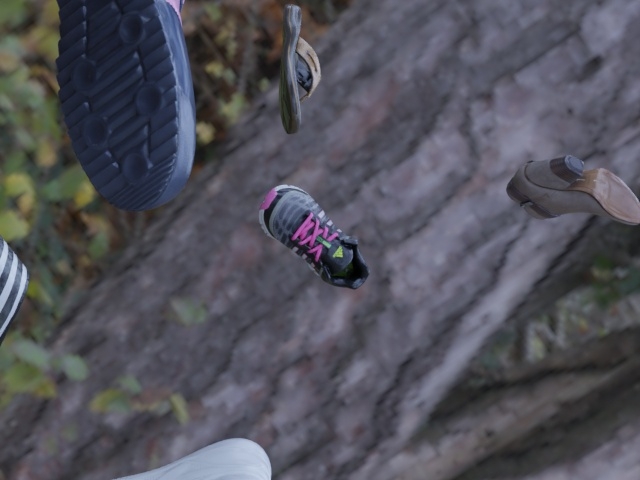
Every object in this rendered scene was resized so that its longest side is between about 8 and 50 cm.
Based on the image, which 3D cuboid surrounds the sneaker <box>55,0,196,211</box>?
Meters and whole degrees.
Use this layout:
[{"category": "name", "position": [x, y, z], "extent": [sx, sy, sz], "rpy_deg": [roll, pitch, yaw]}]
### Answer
[{"category": "sneaker", "position": [-0.136, -0.168, 1.187], "extent": [0.131, 0.112, 0.319], "rpy_deg": [15, 59, -59]}]

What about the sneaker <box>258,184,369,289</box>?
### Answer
[{"category": "sneaker", "position": [0.000, 0.000, 1.659], "extent": [0.075, 0.063, 0.170], "rpy_deg": [31, -11, 44]}]

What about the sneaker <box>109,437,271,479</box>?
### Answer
[{"category": "sneaker", "position": [-0.183, 0.307, 1.563], "extent": [0.108, 0.292, 0.169], "rpy_deg": [61, 2, -14]}]

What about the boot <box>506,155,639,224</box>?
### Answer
[{"category": "boot", "position": [0.240, -0.040, 1.482], "extent": [0.118, 0.087, 0.042], "rpy_deg": [36, 55, -16]}]

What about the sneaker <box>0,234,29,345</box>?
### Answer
[{"category": "sneaker", "position": [-0.543, 0.117, 1.838], "extent": [0.257, 0.447, 0.169], "rpy_deg": [52, 19, -33]}]

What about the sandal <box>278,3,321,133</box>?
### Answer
[{"category": "sandal", "position": [-0.028, -0.252, 2.248], "extent": [0.090, 0.060, 0.219], "rpy_deg": [97, -4, -51]}]
